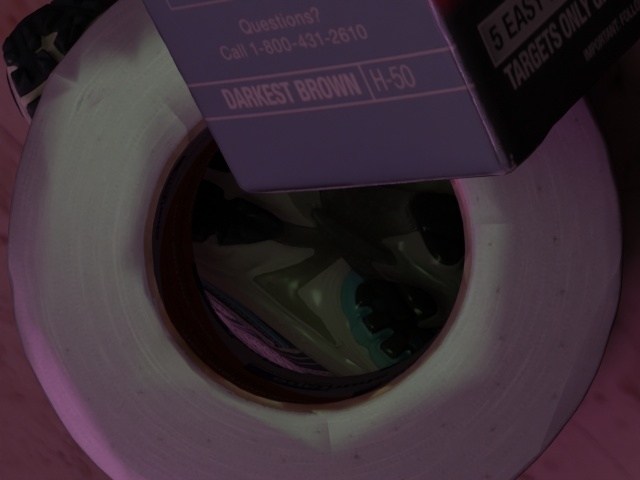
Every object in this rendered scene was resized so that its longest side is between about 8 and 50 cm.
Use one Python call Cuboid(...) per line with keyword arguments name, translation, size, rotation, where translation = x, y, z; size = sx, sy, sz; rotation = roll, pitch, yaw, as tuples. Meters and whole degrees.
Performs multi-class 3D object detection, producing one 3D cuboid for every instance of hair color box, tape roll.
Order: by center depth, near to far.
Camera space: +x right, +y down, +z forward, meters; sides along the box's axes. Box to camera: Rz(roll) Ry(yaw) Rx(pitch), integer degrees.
Cuboid(name="hair color box", translation=(-0.011, -0.219, 0.544), size=(0.114, 0.185, 0.374), rotation=(-3, 122, 46))
Cuboid(name="tape roll", translation=(0.000, 0.000, 0.724), size=(0.219, 0.072, 0.219), rotation=(0, 93, 8))

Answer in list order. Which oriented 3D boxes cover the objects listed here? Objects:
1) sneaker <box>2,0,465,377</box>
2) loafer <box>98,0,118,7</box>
Cuboid(name="sneaker", translation=(-0.026, 0.008, 0.840), size=(0.283, 0.110, 0.122), rotation=(38, 146, 11))
Cuboid(name="loafer", translation=(-0.108, -0.180, 0.763), size=(0.078, 0.080, 0.220), rotation=(13, 132, 36))
